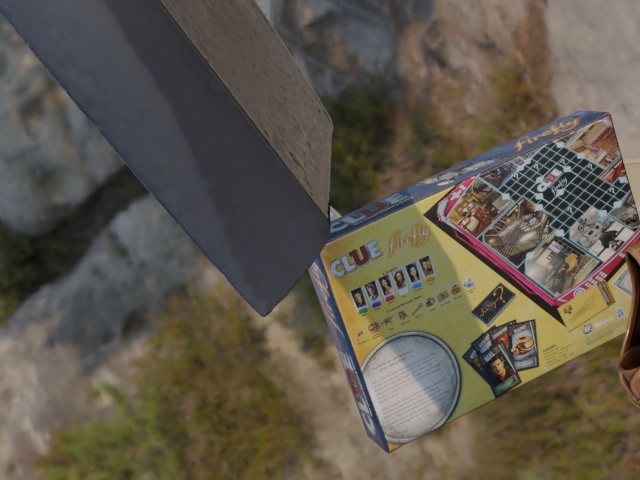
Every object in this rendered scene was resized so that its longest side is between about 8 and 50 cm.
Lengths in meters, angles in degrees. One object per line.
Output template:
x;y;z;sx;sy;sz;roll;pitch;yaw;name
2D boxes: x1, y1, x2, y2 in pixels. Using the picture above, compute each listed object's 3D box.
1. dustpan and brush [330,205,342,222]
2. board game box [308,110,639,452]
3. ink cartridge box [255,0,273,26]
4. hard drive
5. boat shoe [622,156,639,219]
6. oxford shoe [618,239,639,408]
0.000;0.000;1.257;0.211;0.060;0.147;38;177;7;dustpan and brush
0.122;0.026;0.945;0.042;0.243;0.165;25;136;67;board game box
-0.138;-0.372;1.171;0.324;0.071;0.330;58;161;32;ink cartridge box
-0.079;-0.104;0.559;0.255;0.054;0.172;52;-164;-19;hard drive
0.259;-0.005;1.157;0.117;0.324;0.097;-120;35;-48;boat shoe
0.218;0.094;0.790;0.076;0.076;0.212;-151;51;-76;oxford shoe
